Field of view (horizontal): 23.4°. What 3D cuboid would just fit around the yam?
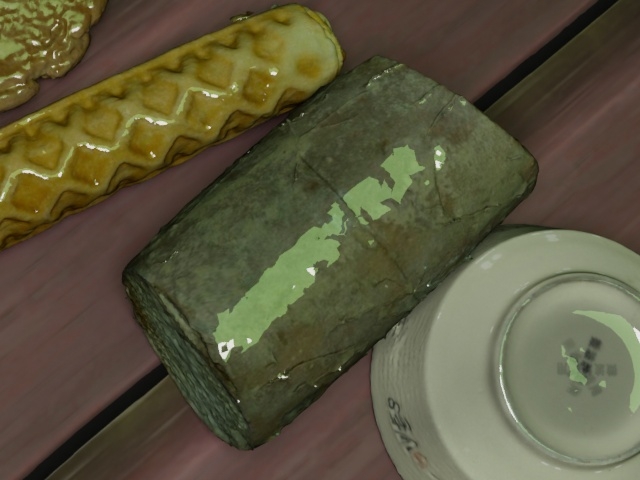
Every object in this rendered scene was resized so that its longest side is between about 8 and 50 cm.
[{"bbox_3d":[0.000,0.000,1.020,0.268,0.161,0.161,-44,90,-14],"label":"yam"}]

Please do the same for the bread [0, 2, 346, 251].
[{"bbox_3d":[-0.148,-0.065,1.044,0.368,0.077,0.084,-26,47,-16],"label":"bread"}]

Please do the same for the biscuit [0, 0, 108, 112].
[{"bbox_3d":[-0.250,-0.192,1.071,0.226,0.042,0.225,3,77,-12],"label":"biscuit"}]

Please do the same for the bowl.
[{"bbox_3d":[0.161,0.094,1.055,0.238,0.126,0.237,2,80,-10],"label":"bowl"}]
